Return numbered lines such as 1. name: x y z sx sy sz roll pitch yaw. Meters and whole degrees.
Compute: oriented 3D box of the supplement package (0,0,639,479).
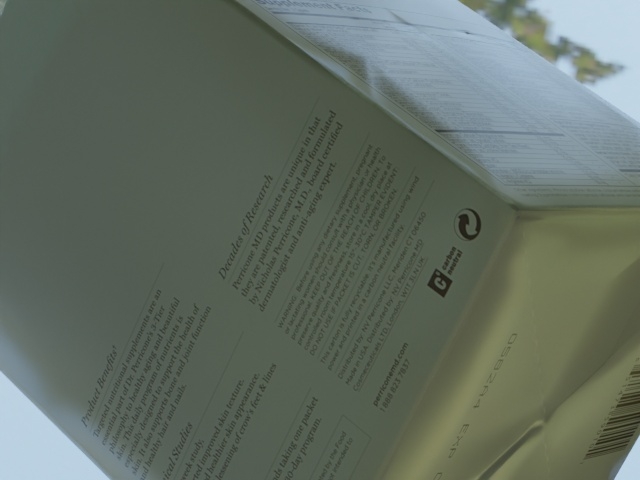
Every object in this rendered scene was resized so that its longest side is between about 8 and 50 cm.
1. supplement package: 0.000 0.000 0.810 0.198 0.263 0.199 -2 -56 -51
